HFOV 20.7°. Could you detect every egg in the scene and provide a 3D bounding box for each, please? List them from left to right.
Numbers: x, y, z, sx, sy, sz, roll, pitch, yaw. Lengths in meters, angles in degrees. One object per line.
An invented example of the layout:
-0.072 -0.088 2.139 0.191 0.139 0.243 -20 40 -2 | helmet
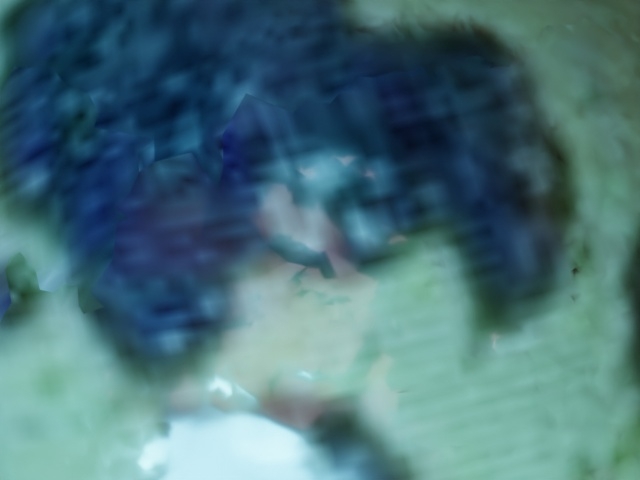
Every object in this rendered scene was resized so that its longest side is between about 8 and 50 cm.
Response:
0.000 0.000 0.628 0.345 0.345 0.428 -10 70 12 | egg
